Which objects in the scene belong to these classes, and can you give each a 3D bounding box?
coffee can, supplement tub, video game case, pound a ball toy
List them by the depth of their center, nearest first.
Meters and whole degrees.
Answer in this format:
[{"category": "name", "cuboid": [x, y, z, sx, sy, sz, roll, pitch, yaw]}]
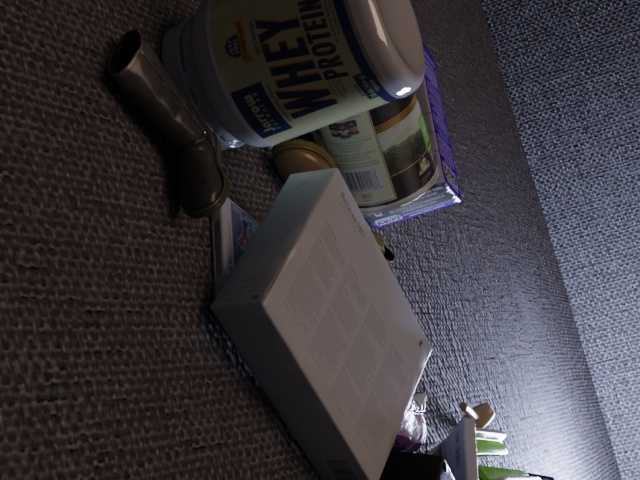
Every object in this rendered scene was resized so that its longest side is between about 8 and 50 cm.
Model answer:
[{"category": "supplement tub", "cuboid": [-0.038, -0.271, 1.666, 0.235, 0.325, 0.235, 51, 29, -43]}, {"category": "video game case", "cuboid": [-0.095, 0.050, 1.682, 0.201, 0.023, 0.183, 41, 36, -53]}, {"category": "video game case", "cuboid": [0.203, 0.435, 1.896, 0.026, 0.206, 0.227, 16, 45, -14]}, {"category": "coffee can", "cuboid": [0.075, -0.213, 2.017, 0.201, 0.202, 0.275, -76, 151, -54]}, {"category": "pound a ball toy", "cuboid": [0.283, 0.416, 2.209, 0.208, 0.136, 0.319, 52, 13, 24]}]

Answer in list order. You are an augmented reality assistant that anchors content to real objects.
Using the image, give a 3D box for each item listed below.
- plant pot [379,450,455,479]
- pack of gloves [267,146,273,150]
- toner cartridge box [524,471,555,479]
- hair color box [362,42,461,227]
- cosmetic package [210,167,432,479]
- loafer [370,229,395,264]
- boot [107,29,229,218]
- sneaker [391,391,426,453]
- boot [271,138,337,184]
[{"category": "plant pot", "cuboid": [0.122, 0.420, 1.715, 0.187, 0.167, 0.188, 64, 24, -18]}, {"category": "pack of gloves", "cuboid": [-0.089, -0.256, 1.948, 0.232, 0.046, 0.195, -63, 142, -58]}, {"category": "toner cartridge box", "cuboid": [0.425, 0.600, 2.210, 0.348, 0.075, 0.165, -93, -167, -73]}, {"category": "hair color box", "cuboid": [0.146, -0.214, 2.262, 0.110, 0.185, 0.338, 39, 38, -56]}, {"category": "cosmetic package", "cuboid": [0.017, 0.130, 1.685, 0.377, 0.097, 0.284, 61, 41, -31]}, {"category": "loafer", "cuboid": [0.090, 0.004, 2.135, 0.148, 0.050, 0.056, 44, 34, -50]}, {"category": "boot", "cuboid": [-0.199, -0.152, 1.523, 0.189, 0.076, 0.208, -106, 171, -48]}, {"category": "sneaker", "cuboid": [0.123, 0.311, 1.920, 0.236, 0.095, 0.104, 7, 74, -68]}, {"category": "boot", "cuboid": [0.000, 0.000, 1.870, 0.236, 0.089, 0.269, 44, 36, -47]}]
